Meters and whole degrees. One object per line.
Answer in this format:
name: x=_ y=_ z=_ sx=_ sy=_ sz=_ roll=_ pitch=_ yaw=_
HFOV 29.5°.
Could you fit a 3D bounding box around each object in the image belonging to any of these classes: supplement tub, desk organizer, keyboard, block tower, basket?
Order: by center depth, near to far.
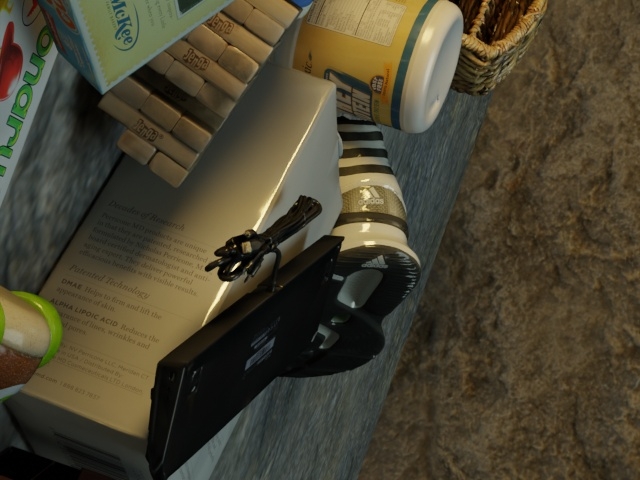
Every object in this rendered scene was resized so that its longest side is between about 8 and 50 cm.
block tower: x=-0.049 y=-0.205 z=0.954 sx=0.335 sy=0.091 sz=0.097 roll=-54 pitch=-173 yaw=12
desk organizer: x=-0.217 y=0.208 z=1.005 sx=0.047 sy=0.130 sz=0.050 roll=71 pitch=37 yaw=-68
keyboard: x=-0.053 y=0.056 z=1.016 sx=0.317 sy=0.033 sz=0.202 roll=-38 pitch=147 yaw=-62
supplement tub: x=0.038 y=-0.207 z=1.299 sx=0.144 sy=0.199 sz=0.144 roll=18 pitch=90 yaw=-76
basket: x=0.226 y=-0.389 z=1.759 sx=0.223 sy=0.213 sz=0.299 roll=81 pitch=30 yaw=-63

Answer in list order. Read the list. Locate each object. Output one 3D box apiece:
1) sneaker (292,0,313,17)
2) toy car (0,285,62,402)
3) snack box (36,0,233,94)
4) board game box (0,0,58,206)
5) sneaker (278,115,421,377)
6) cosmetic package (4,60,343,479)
sneaker: x=-0.064 y=-0.225 z=1.030 sx=0.084 sy=0.152 sz=0.058 roll=-56 pitch=-131 yaw=52
toy car: x=-0.260 y=0.090 z=0.701 sx=0.188 sy=0.149 sz=0.155 roll=-59 pitch=175 yaw=-4
snack box: x=-0.095 y=-0.241 z=0.668 sx=0.187 sy=0.060 sz=0.322 roll=-38 pitch=155 yaw=-17
board game box: x=-0.208 y=-0.161 z=0.719 sx=0.193 sy=0.053 sz=0.305 roll=33 pitch=76 yaw=-76
sneaker: x=0.001 y=0.000 z=1.494 sx=0.447 sy=0.169 sz=0.258 roll=126 pitch=-35 yaw=-59
cosmetic package: x=-0.118 y=0.034 z=1.117 sx=0.217 sy=0.156 sz=0.385 roll=87 pitch=25 yaw=-57
